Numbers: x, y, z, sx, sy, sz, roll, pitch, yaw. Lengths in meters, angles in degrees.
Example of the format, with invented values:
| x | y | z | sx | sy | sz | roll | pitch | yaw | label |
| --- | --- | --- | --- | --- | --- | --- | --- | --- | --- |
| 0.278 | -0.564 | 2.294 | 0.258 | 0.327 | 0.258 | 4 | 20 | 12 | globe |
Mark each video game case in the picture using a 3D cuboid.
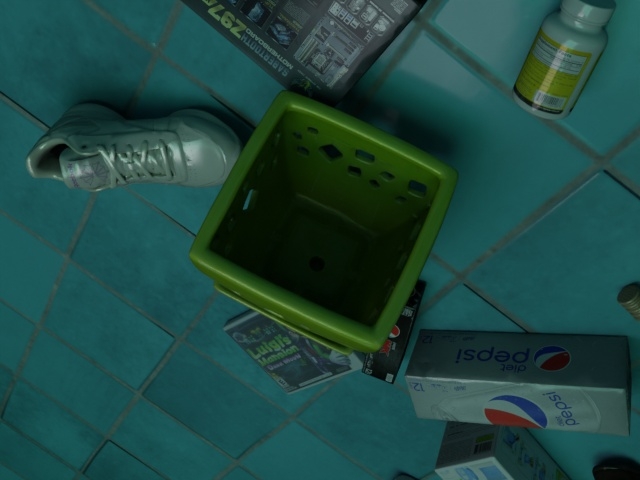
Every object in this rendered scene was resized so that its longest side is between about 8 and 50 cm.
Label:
| x | y | z | sx | sy | sz | roll | pitch | yaw | label |
| --- | --- | --- | --- | --- | --- | --- | --- | --- | --- |
| -0.044 | 0.170 | 1.109 | 0.190 | 0.022 | 0.173 | -29 | 110 | 39 | video game case |

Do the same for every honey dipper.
| x | y | z | sx | sy | sz | roll | pitch | yaw | label |
| --- | --- | --- | --- | --- | --- | --- | --- | --- | --- |
| 0.428 | 0.116 | 0.838 | 0.161 | 0.030 | 0.030 | 43 | 132 | -15 | honey dipper |

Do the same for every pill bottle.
| x | y | z | sx | sy | sz | roll | pitch | yaw | label |
| --- | --- | --- | --- | --- | --- | --- | --- | --- | --- |
| 0.239 | -0.183 | 0.663 | 0.065 | 0.065 | 0.116 | 23 | 132 | 7 | pill bottle |

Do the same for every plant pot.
| x | y | z | sx | sy | sz | roll | pitch | yaw | label |
| --- | --- | --- | --- | --- | --- | --- | --- | --- | --- |
| 0.000 | 0.000 | 0.801 | 0.227 | 0.228 | 0.207 | 26 | 161 | 3 | plant pot |

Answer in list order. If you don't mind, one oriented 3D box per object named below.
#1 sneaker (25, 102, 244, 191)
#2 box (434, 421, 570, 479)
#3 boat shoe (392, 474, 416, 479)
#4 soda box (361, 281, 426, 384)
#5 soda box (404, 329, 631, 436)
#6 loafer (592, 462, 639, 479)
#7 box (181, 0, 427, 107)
| x | y | z | sx | sy | sz | roll | pitch | yaw | label |
| --- | --- | --- | --- | --- | --- | --- | --- | --- | --- |
| -0.247 | -0.103 | 0.902 | 0.305 | 0.152 | 0.114 | 6 | 126 | 20 | sneaker |
| 0.290 | 0.370 | 1.053 | 0.114 | 0.103 | 0.203 | -30 | 109 | 39 | box |
| 0.200 | 0.499 | 1.232 | 0.183 | 0.065 | 0.083 | 31 | 136 | 8 | boat shoe |
| 0.104 | 0.129 | 0.980 | 0.053 | 0.060 | 0.169 | 20 | 133 | 12 | soda box |
| 0.268 | 0.191 | 0.926 | 0.286 | 0.098 | 0.091 | -2 | 125 | 26 | soda box |
| 0.479 | 0.423 | 1.021 | 0.080 | 0.078 | 0.220 | -22 | 114 | 37 | loafer |
| -0.027 | -0.269 | 0.725 | 0.233 | 0.059 | 0.183 | 39 | 132 | -8 | box |
